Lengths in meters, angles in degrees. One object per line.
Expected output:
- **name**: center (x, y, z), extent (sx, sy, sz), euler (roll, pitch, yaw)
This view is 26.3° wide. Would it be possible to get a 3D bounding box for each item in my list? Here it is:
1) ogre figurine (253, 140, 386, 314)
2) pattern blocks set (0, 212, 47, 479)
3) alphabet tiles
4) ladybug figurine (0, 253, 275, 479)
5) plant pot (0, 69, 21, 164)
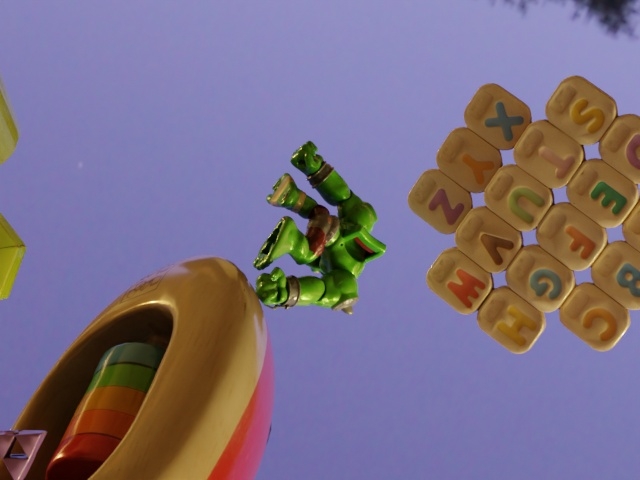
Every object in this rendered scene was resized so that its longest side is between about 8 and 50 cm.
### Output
- **ogre figurine**: center (0.000, 0.000, 1.458), extent (0.118, 0.097, 0.197), euler (30, -146, -21)
- **pattern blocks set**: center (-0.349, 0.077, 1.067), extent (0.325, 0.285, 0.026), euler (45, -172, 9)
- **alphabet tiles**: center (0.237, -0.025, 1.448), extent (0.278, 0.284, 0.021), euler (39, -161, 15)
- **ladybug figurine**: center (-0.167, 0.196, 1.283), extent (0.162, 0.305, 0.449), euler (49, -138, -24)
- **plant pot**: center (-0.208, -0.079, 0.777), extent (0.083, 0.079, 0.083), euler (-6, -125, 9)
